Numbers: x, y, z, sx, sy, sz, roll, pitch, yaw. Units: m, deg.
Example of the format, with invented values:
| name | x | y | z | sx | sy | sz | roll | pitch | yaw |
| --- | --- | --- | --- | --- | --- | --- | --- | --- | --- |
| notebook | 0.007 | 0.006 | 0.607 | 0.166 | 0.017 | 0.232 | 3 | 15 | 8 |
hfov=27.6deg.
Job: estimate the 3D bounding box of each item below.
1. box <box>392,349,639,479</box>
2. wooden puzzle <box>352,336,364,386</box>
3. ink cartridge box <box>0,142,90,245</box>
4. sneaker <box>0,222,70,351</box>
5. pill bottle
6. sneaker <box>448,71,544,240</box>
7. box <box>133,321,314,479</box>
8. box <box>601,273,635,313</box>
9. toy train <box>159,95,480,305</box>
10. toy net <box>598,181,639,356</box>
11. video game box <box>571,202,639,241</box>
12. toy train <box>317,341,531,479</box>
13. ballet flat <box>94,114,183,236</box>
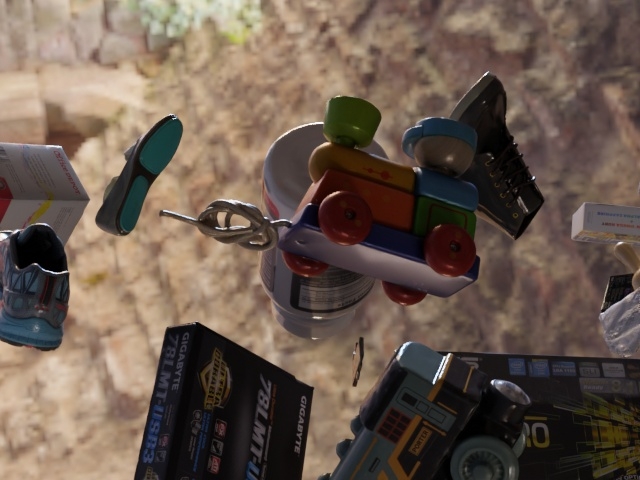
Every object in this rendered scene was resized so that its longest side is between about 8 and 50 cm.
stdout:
| name | x | y | z | sx | sy | sz | roll | pitch | yaw |
| --- | --- | --- | --- | --- | --- | --- | --- | --- | --- |
| box | 0.293 | 0.306 | 1.784 | 0.097 | 0.394 | 0.318 | 93 | 0 | -45 |
| wooden puzzle | 0.051 | 0.165 | 1.770 | 0.083 | 0.006 | 0.049 | -88 | -170 | -56 |
| ink cartridge box | -0.469 | -0.063 | 1.987 | 0.127 | 0.176 | 0.128 | -55 | -128 | 32 |
| sneaker | -0.349 | 0.032 | 1.601 | 0.262 | 0.104 | 0.125 | 46 | -61 | 57 |
| pill bottle | 0.000 | 0.000 | 1.838 | 0.318 | 0.176 | 0.176 | 97 | -19 | -51 |
| sneaker | 0.207 | -0.095 | 1.477 | 0.118 | 0.083 | 0.222 | 38 | -22 | 20 |
| box | -0.136 | 0.308 | 1.922 | 0.073 | 0.293 | 0.296 | -11 | -122 | 38 |
| box | 0.438 | 0.077 | 1.844 | 0.018 | 0.067 | 0.083 | 66 | 31 | -26 |
| toy train | 0.009 | -0.051 | 1.018 | 0.105 | 0.248 | 0.143 | 138 | -35 | -63 |
| toy net | 0.321 | 0.010 | 1.177 | 0.122 | 0.045 | 0.232 | -18 | -136 | 49 |
| video game box | 0.470 | -0.019 | 1.912 | 0.205 | 0.187 | 0.048 | 28 | 66 | -82 |
| toy train | 0.105 | 0.278 | 1.510 | 0.334 | 0.190 | 0.142 | -60 | 174 | 21 |
| ballet flat | -0.285 | -0.107 | 2.001 | 0.072 | 0.068 | 0.213 | 48 | 61 | -52 |
